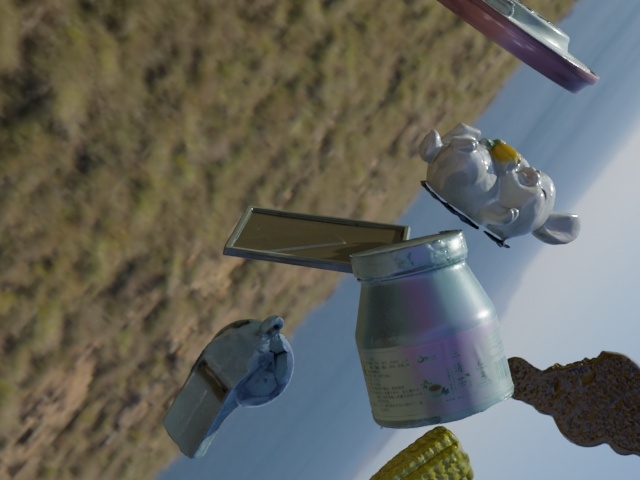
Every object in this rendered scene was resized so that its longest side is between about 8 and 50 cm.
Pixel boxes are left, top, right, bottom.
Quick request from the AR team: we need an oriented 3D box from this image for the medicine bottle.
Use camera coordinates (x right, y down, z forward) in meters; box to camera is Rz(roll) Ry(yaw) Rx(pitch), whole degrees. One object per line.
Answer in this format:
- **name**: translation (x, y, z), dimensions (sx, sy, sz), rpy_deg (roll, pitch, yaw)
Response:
- **medicine bottle**: translation (0.173, 0.141, 1.958), dimensions (0.245, 0.290, 0.245), rpy_deg (-15, -178, 1)

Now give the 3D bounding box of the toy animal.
- **toy animal**: translation (0.322, -0.092, 2.123), dimensions (0.325, 0.208, 0.154), rpy_deg (24, 113, -42)

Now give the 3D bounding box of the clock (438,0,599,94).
- **clock**: translation (0.236, -0.262, 1.430), dimensions (0.056, 0.244, 0.244), rpy_deg (-55, 171, 14)

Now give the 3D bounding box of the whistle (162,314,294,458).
- **whistle**: translation (-0.137, 0.233, 2.004), dimensions (0.289, 0.163, 0.163), rpy_deg (-58, 169, 29)

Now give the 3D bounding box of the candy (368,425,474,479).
- **candy**: translation (0.121, 0.348, 1.663), dimensions (0.199, 0.094, 0.106), rpy_deg (-29, 167, -26)

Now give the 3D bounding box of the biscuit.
- **biscuit**: translation (0.487, 0.287, 2.166), dimensions (0.047, 0.320, 0.183), rpy_deg (37, 64, -79)

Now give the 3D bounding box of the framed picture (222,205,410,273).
- **framed picture**: translation (0.000, 0.000, 2.172), dimensions (0.240, 0.324, 0.020), rpy_deg (-73, 169, -68)
